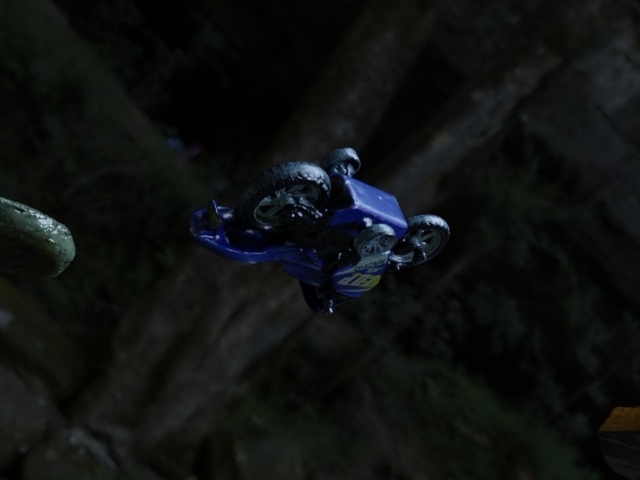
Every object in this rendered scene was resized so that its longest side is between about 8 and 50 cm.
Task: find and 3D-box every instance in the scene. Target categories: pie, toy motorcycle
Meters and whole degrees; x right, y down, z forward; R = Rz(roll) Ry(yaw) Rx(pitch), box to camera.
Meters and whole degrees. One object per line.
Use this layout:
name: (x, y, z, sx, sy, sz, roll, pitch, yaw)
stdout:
pie: (-0.354, -0.002, 1.648, 0.187, 0.041, 0.187, 8, -22, 3)
toy motorcycle: (0.000, 0.000, 1.575, 0.315, 0.169, 0.113, 20, 40, -50)

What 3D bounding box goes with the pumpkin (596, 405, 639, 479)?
pumpkin: (0.360, 0.178, 1.288, 0.290, 0.095, 0.258, 35, -28, -12)
